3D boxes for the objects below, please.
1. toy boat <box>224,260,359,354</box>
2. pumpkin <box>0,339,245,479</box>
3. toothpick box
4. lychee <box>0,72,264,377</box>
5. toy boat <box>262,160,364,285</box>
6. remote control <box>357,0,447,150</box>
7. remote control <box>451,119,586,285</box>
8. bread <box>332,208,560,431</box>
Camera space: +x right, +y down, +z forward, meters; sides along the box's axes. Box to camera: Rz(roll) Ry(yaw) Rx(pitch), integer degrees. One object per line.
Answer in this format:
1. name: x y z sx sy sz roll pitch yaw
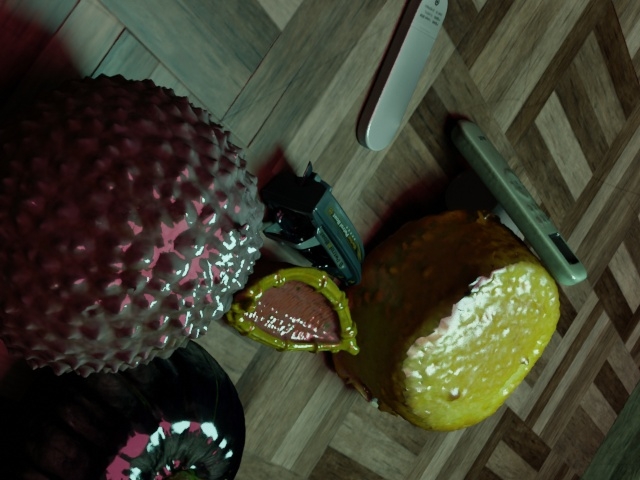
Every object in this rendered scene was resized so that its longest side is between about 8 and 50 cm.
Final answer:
1. toy boat: -0.042 0.093 1.425 0.141 0.099 0.318 -39 151 11
2. pumpkin: -0.203 0.247 1.183 0.296 0.296 0.296 -31 136 -37
3. toothpick box: 0.275 -0.043 1.751 0.098 0.098 0.149 -55 145 -9
4. lychee: -0.198 -0.008 1.018 0.300 0.300 0.300 -31 136 -37
5. toy boat: 0.000 0.000 1.431 0.103 0.093 0.246 -59 147 -17
6. remote control: 0.115 -0.241 1.476 0.077 0.022 0.245 10 105 -57
7. remote control: 0.303 -0.059 1.625 0.038 0.309 0.090 -40 165 23
8. bread: 0.198 0.134 1.646 0.358 0.204 0.337 -44 126 -1
